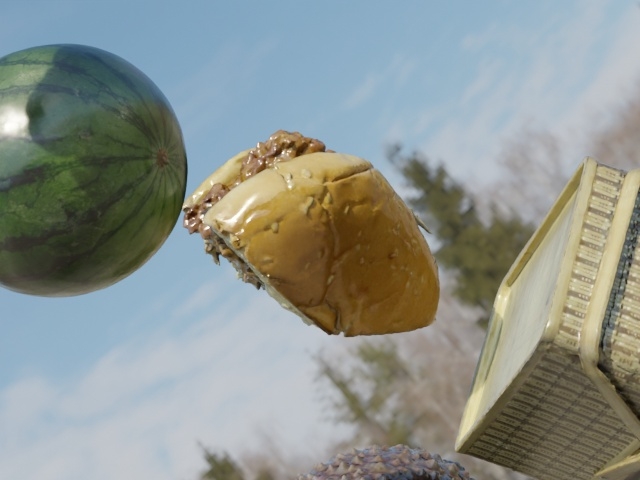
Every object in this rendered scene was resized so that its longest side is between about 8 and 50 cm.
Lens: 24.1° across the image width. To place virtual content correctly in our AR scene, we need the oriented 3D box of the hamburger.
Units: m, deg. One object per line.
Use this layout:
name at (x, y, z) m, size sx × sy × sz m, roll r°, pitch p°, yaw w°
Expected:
hamburger at (0.000, 0.000, 1.490) m, size 0.282 × 0.155 × 0.245 m, roll -14°, pitch -60°, yaw -29°

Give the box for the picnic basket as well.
picnic basket at (0.274, 0.096, 1.460) m, size 0.313 × 0.175 × 0.228 m, roll 112°, pitch 179°, yaw -60°

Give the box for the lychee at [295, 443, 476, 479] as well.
lychee at (0.052, 0.356, 1.593) m, size 0.300 × 0.300 × 0.300 m, roll -39°, pitch -13°, yaw -11°

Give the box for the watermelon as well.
watermelon at (-0.204, -0.050, 1.118) m, size 0.215 × 0.188 × 0.188 m, roll -7°, pitch 5°, yaw 28°
